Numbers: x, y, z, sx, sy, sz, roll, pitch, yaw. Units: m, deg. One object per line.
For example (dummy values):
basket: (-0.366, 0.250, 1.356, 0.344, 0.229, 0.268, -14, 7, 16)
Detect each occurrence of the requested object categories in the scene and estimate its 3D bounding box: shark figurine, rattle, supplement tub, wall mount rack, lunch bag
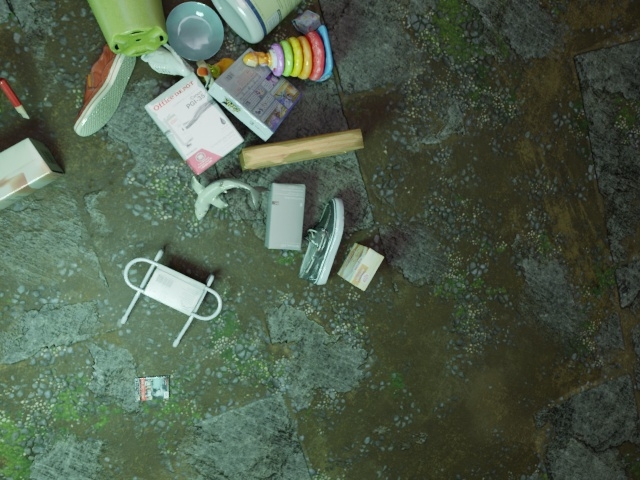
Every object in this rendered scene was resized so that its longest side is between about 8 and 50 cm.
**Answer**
shark figurine: (-0.333, -0.187, 1.748, 0.277, 0.116, 0.166, -14, 116, 14)
rattle: (-0.340, -0.564, 1.664, 0.142, 0.199, 0.130, -11, 94, -10)
supplement tub: (-0.182, -0.852, 1.653, 0.325, 0.235, 0.235, -45, 103, -5)
wall mount rack: (-0.535, 0.209, 1.746, 0.349, 0.130, 0.304, 29, 85, -14)
lunch bag: (-0.051, -0.781, 1.779, 0.083, 0.053, 0.071, 39, 73, 25)

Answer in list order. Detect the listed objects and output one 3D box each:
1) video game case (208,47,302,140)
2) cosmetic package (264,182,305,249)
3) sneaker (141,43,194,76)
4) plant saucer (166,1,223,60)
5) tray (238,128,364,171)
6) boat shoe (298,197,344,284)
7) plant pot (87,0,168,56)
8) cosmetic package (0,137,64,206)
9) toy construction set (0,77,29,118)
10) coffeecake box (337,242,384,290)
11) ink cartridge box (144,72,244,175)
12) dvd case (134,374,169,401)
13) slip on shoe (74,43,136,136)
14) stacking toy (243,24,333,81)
video game case: (-0.215, -0.500, 1.695, 0.244, 0.061, 0.270, 39, 47, -13)
cosmetic package: (-0.130, -0.086, 1.812, 0.127, 0.107, 0.238, 1, 92, -15)
sneaker: (-0.505, -0.587, 1.642, 0.095, 0.235, 0.090, -47, 147, -2)
plant saucer: (-0.432, -0.715, 1.713, 0.194, 0.037, 0.195, -1, 96, -13)
tray: (-0.075, -0.317, 1.748, 0.410, 0.203, 0.076, -13, 98, -11)
boat shoe: (0.000, 0.000, 1.839, 0.119, 0.121, 0.336, 12, 95, -18)
plant pot: (-0.594, -0.727, 1.535, 0.275, 0.276, 0.254, -18, 91, -10)
cosmetic package: (-1.000, -0.192, 1.582, 0.296, 0.153, 0.129, -32, 100, -6)
toy construction set: (-1.061, -0.370, 1.539, 0.308, 0.258, 0.237, -6, 142, 4)
coffeecake box: (0.146, 0.094, 1.848, 0.068, 0.185, 0.143, 31, 88, -14)
ink cartridge box: (-0.430, -0.394, 1.705, 0.207, 0.117, 0.283, -38, 102, -6)
dvd case: (-0.614, 0.538, 1.813, 0.119, 0.013, 0.087, -2, 96, -11)
slip on shoe: (-0.725, -0.497, 1.638, 0.101, 0.123, 0.332, 25, 88, 4)
stacking toy: (-0.117, -0.624, 1.699, 0.301, 0.175, 0.166, -12, 96, -22)
